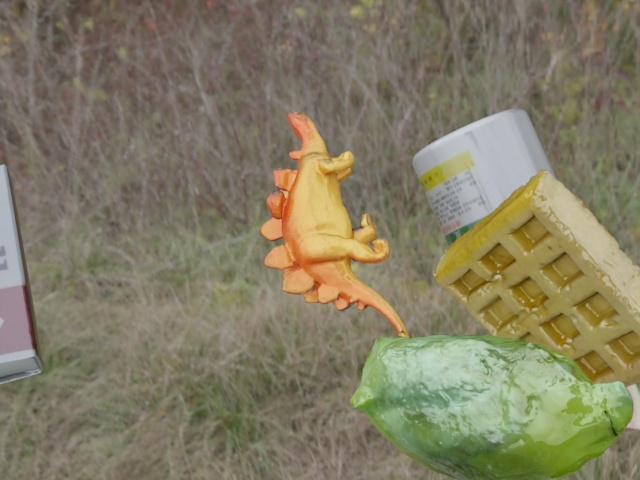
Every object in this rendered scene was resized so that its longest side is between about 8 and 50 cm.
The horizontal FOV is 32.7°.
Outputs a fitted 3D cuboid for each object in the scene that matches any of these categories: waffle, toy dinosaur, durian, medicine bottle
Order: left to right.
[{"bbox_3d":[0.000,0.000,1.056,0.117,0.070,0.288,-17,69,-4],"label":"toy dinosaur"},{"bbox_3d":[0.141,0.146,0.924,0.250,0.139,0.101,12,50,32],"label":"durian"},{"bbox_3d":[0.307,-0.025,1.794,0.208,0.208,0.339,-23,85,-6],"label":"medicine bottle"},{"bbox_3d":[0.264,0.067,1.217,0.248,0.221,0.055,48,56,4],"label":"waffle"}]

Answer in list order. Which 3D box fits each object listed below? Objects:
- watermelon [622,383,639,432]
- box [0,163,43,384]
[{"bbox_3d":[0.362,0.213,1.474,0.125,0.135,0.094,-5,18,47],"label":"watermelon"},{"bbox_3d":[-0.284,0.030,0.842,0.115,0.036,0.177,-12,61,-10],"label":"box"}]
